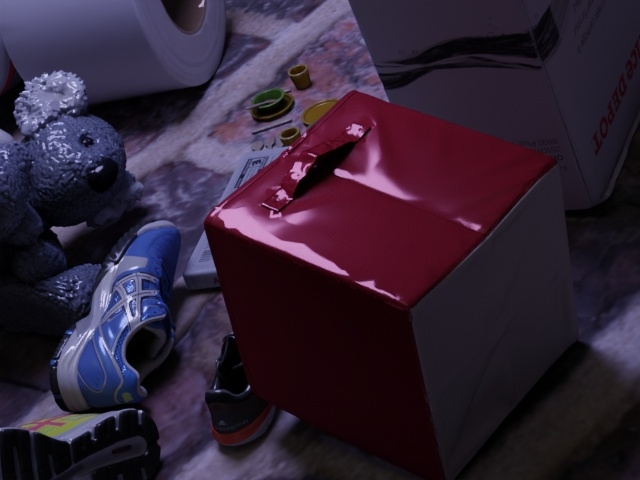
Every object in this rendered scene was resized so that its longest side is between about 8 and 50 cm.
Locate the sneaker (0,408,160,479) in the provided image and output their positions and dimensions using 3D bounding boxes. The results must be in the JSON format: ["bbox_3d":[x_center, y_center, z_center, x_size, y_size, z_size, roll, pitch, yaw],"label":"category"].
[{"bbox_3d":[-0.227,0.179,1.302,0.094,0.082,0.208,-5,0,43],"label":"sneaker"}]

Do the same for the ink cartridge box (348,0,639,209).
[{"bbox_3d":[0.152,-0.256,1.461,0.166,0.395,0.285,-4,36,31],"label":"ink cartridge box"}]

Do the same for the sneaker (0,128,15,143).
[{"bbox_3d":[-0.428,-0.154,1.869,0.212,0.080,0.094,20,70,1],"label":"sneaker"}]

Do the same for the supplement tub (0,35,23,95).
[{"bbox_3d":[-0.385,-0.281,1.993,0.191,0.191,0.272,-1,27,30],"label":"supplement tub"}]

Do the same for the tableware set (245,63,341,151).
[{"bbox_3d":[-0.027,-0.136,1.737,0.104,0.024,0.154,-17,32,8],"label":"tableware set"}]

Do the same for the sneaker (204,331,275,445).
[{"bbox_3d":[-0.050,0.093,1.369,0.061,0.065,0.158,-6,36,24],"label":"sneaker"}]

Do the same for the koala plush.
[{"bbox_3d":[-0.266,-0.044,1.599,0.203,0.196,0.221,-5,38,43],"label":"koala plush"}]

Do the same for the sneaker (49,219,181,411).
[{"bbox_3d":[-0.158,0.068,1.474,0.081,0.080,0.211,2,48,23],"label":"sneaker"}]

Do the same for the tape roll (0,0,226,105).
[{"bbox_3d":[-0.229,-0.277,1.863,0.169,0.246,0.246,-8,35,22],"label":"tape roll"}]

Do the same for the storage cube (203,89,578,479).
[{"bbox_3d":[0.059,0.033,1.256,0.193,0.215,0.183,22,51,36],"label":"storage cube"}]

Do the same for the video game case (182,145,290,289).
[{"bbox_3d":[-0.016,-0.031,1.575,0.183,0.023,0.201,-7,34,23],"label":"video game case"}]
